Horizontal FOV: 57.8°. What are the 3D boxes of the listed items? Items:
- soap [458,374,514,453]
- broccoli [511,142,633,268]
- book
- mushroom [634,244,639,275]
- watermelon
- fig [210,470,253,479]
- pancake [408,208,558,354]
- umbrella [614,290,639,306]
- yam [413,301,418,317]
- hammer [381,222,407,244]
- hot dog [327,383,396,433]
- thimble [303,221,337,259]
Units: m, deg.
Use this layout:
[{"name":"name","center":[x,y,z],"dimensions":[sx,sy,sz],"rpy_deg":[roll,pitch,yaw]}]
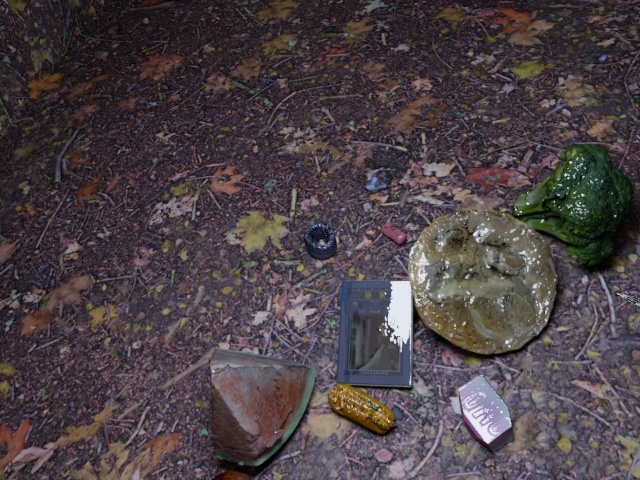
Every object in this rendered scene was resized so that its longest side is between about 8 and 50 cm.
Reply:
[{"name":"soap","center":[0.372,0.394,1.309],"dimensions":[0.100,0.056,0.149],"rpy_deg":[-30,50,-6]},{"name":"broccoli","center":[0.654,-0.092,1.501],"dimensions":[0.283,0.304,0.321],"rpy_deg":[-11,21,38]},{"name":"book","center":[0.139,0.232,1.470],"dimensions":[0.191,0.025,0.269],"rpy_deg":[-1,71,16]},{"name":"mushroom","center":[0.871,0.041,1.415],"dimensions":[0.117,0.141,0.188],"rpy_deg":[18,57,-13]},{"name":"watermelon","center":[-0.209,0.367,1.385],"dimensions":[0.250,0.292,0.283],"rpy_deg":[-17,43,43]},{"name":"fig","center":[-0.205,0.614,1.240],"dimensions":[0.175,0.175,0.207],"rpy_deg":[30,79,33]},{"name":"pancake","center":[0.399,0.097,1.438],"dimensions":[0.387,0.082,0.387],"rpy_deg":[2,74,-6]},{"name":"umbrella","center":[0.765,0.142,1.424],"dimensions":[0.083,0.020,0.031],"rpy_deg":[20,59,35]},{"name":"yam","center":[0.277,0.155,1.511],"dimensions":[0.274,0.061,0.061],"rpy_deg":[-23,50,3]},{"name":"hammer","center":[0.216,-0.021,1.696],"dimensions":[0.043,0.043,0.083],"rpy_deg":[-39,51,-16]},{"name":"hot dog","center":[0.094,0.397,1.384],"dimensions":[0.188,0.055,0.072],"rpy_deg":[21,62,28]},{"name":"thimble","center":[0.000,0.002,1.722],"dimensions":[0.095,0.066,0.104],"rpy_deg":[-9,51,5]}]
